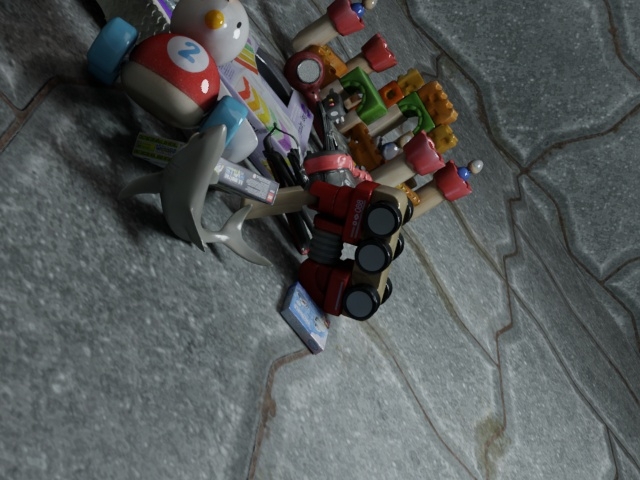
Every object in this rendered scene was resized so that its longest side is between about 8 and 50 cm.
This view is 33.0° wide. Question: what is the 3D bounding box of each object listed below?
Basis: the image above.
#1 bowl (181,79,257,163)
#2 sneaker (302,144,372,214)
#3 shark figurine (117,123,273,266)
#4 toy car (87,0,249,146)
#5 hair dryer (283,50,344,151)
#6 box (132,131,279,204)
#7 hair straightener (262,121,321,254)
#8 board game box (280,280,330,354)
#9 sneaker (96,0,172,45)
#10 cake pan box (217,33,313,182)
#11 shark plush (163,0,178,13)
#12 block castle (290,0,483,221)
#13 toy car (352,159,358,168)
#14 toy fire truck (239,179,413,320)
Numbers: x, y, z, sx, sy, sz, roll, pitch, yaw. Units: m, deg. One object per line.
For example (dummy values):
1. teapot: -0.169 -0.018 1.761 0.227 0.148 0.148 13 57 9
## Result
1. bowl: -0.170 -0.177 1.664 0.053 0.142 0.142 -34 94 -25
2. sneaker: 0.039 -0.082 2.016 0.276 0.098 0.135 31 51 -72
3. shark figurine: -0.162 -0.023 1.467 0.116 0.166 0.278 58 -8 30
4. toy car: -0.169 -0.278 1.507 0.219 0.238 0.210 34 -6 -10
5. hair dryer: -0.022 -0.272 2.164 0.223 0.080 0.293 91 -16 -49
6. box: -0.164 -0.103 1.574 0.207 0.114 0.036 23 84 -57
7. hair straightener: -0.031 -0.094 1.818 0.047 0.089 0.230 -23 94 -57
8. board game box: -0.022 0.121 1.694 0.090 0.020 0.090 52 22 -16
9. sneaker: -0.294 -0.400 1.678 0.293 0.102 0.146 53 30 -14
10. cake pan box: -0.118 -0.253 1.942 0.245 0.070 0.267 53 21 -19
11. shark plush: -0.235 -0.400 1.880 0.161 0.067 0.073 41 27 -37
12. block castle: 0.153 -0.287 2.321 0.453 0.213 0.303 63 14 23
13. toy car: 0.083 -0.110 2.222 0.122 0.041 0.060 58 21 -3
14. toy fire truck: 0.000 0.000 1.741 0.246 0.217 0.158 18 17 13
